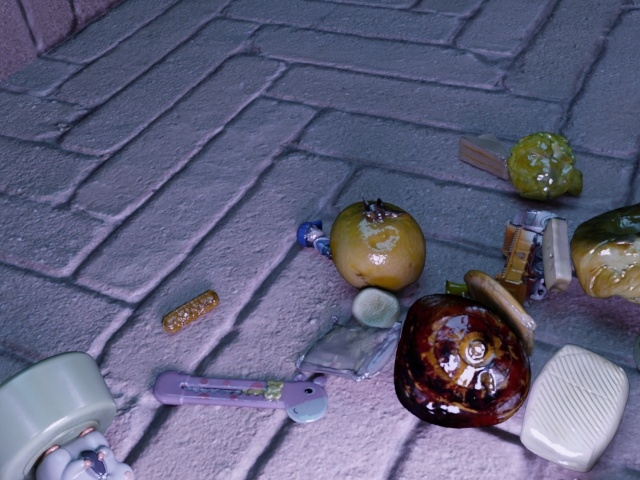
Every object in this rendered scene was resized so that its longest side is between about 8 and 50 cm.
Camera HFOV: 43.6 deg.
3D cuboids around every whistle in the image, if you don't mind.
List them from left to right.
[{"bbox_3d":[0.352,0.120,1.885,0.109,0.046,0.057,1,26,1],"label":"whistle"}]

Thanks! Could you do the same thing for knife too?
[{"bbox_3d":[-0.179,0.326,1.721,0.399,0.038,0.132,1,38,11],"label":"knife"}]

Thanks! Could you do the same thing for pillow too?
[{"bbox_3d":[0.067,0.236,1.710,0.255,0.059,0.169,-2,45,54],"label":"pillow"}]

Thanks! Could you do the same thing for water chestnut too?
[{"bbox_3d":[0.282,0.239,1.595,0.289,0.288,0.244,8,32,18],"label":"water chestnut"}]

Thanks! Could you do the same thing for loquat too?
[{"bbox_3d":[0.136,0.009,1.899,0.244,0.243,0.243,-4,40,4],"label":"loquat"}]

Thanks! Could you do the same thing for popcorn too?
[{"bbox_3d":[0.603,-0.187,2.128,0.213,0.197,0.197,13,36,-17],"label":"popcorn"}]

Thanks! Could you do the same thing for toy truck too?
[{"bbox_3d":[0.489,0.040,1.908,0.135,0.114,0.270,15,46,17],"label":"toy truck"}]

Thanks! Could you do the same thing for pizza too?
[{"bbox_3d":[0.389,0.173,1.656,0.034,0.262,0.181,-36,30,-14],"label":"pizza"}]

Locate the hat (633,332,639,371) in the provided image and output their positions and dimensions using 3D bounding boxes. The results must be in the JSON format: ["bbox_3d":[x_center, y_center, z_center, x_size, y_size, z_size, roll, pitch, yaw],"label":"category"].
[{"bbox_3d":[0.788,0.204,1.651,0.258,0.130,0.257,-4,39,3],"label":"hat"}]

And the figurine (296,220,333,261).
[{"bbox_3d":[-0.006,0.007,2.063,0.079,0.077,0.136,-42,59,11],"label":"figurine"}]

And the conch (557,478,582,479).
[{"bbox_3d":[0.476,0.523,1.295,0.324,0.186,0.263,3,59,14],"label":"conch"}]

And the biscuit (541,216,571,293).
[{"bbox_3d":[0.535,0.030,1.805,0.052,0.056,0.187,15,52,-7],"label":"biscuit"}]

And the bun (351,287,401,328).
[{"bbox_3d":[0.127,0.164,1.836,0.115,0.069,0.115,0,66,0],"label":"bun"}]

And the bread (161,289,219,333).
[{"bbox_3d":[-0.312,0.170,1.920,0.157,0.044,0.052,-32,49,-26],"label":"bread"}]

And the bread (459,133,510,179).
[{"bbox_3d":[0.463,-0.233,2.256,0.105,0.077,0.152,-8,37,-7],"label":"bread"}]

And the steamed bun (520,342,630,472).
[{"bbox_3d":[0.485,0.331,1.540,0.170,0.152,0.238,24,64,23],"label":"steamed bun"}]

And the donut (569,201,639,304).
[{"bbox_3d":[0.734,0.026,1.777,0.361,0.169,0.360,-16,14,4],"label":"donut"}]

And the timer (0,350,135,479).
[{"bbox_3d":[-0.478,0.416,1.525,0.291,0.290,0.315,-33,70,-28],"label":"timer"}]
